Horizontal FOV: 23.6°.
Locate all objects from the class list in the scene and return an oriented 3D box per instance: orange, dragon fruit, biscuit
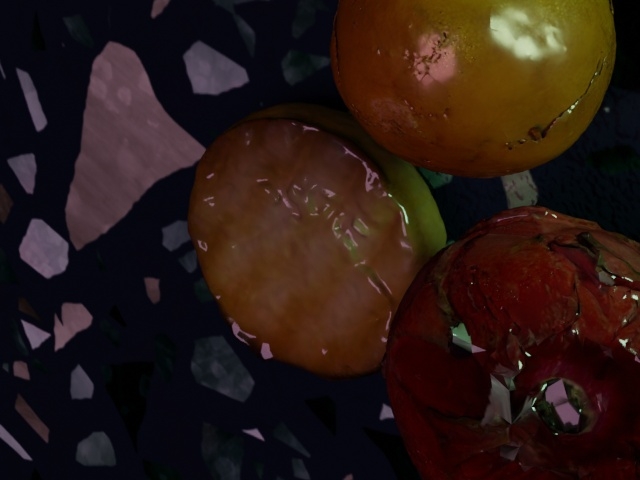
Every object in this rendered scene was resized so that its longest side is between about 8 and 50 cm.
[{"bbox_3d":[0.128,-0.168,1.283,0.240,0.240,0.240,16,119,31],"label":"orange"},{"bbox_3d":[0.199,0.118,1.324,0.295,0.301,0.296,0,91,-1],"label":"dragon fruit"},{"bbox_3d":[0.000,0.000,1.545,0.296,0.102,0.296,18,124,29],"label":"biscuit"}]
